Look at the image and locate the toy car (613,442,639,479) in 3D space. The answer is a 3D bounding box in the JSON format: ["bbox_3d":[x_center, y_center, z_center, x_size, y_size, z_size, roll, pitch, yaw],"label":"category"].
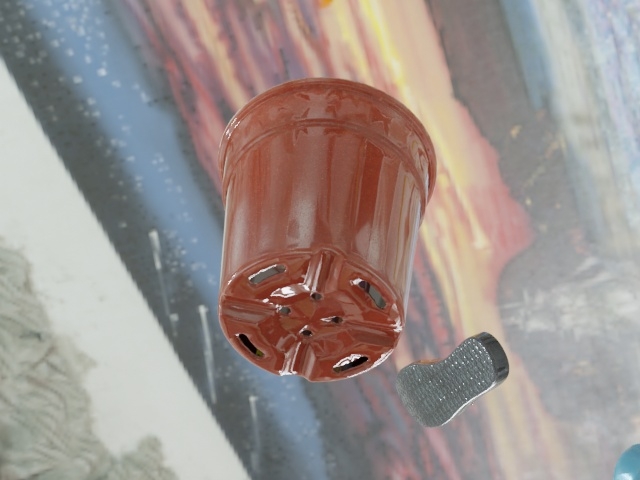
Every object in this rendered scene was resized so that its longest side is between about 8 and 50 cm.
[{"bbox_3d":[0.478,0.358,1.262,0.210,0.219,0.238,-15,-71,-31],"label":"toy car"}]

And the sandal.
[{"bbox_3d":[0.187,0.194,1.517,0.054,0.254,0.097,-18,-100,-32],"label":"sandal"}]

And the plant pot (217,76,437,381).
[{"bbox_3d":[0.000,0.000,1.265,0.265,0.272,0.272,-85,-26,-48],"label":"plant pot"}]
